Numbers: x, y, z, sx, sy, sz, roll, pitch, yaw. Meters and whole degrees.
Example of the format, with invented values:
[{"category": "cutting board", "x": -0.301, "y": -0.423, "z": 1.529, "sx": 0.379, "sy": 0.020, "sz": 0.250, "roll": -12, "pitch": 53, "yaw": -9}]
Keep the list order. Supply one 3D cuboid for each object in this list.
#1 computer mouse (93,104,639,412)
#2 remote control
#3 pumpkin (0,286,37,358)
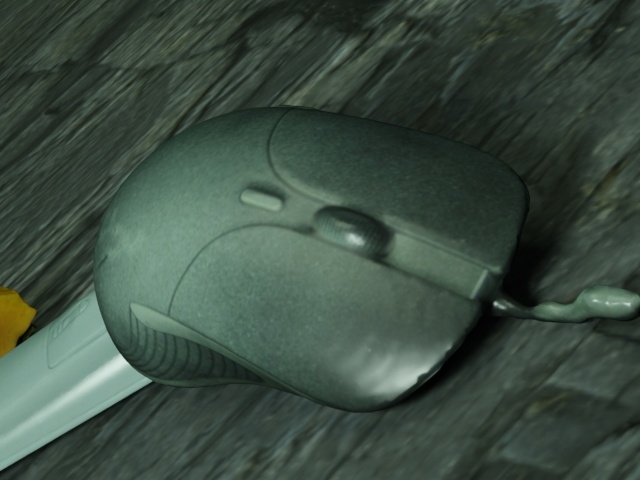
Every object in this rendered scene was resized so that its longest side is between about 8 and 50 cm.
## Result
[{"category": "computer mouse", "x": 0.000, "y": 0.000, "z": 0.972, "sx": 0.379, "sy": 0.090, "sz": 0.167, "roll": 6, "pitch": 62, "yaw": 45}, {"category": "remote control", "x": -0.148, "y": 0.070, "z": 1.150, "sx": 0.293, "sy": 0.051, "sz": 0.103, "roll": -33, "pitch": 23, "yaw": 11}, {"category": "pumpkin", "x": -0.223, "y": 0.068, "z": 1.261, "sx": 0.083, "sy": 0.054, "sz": 0.074, "roll": -62, "pitch": 23, "yaw": -5}]
